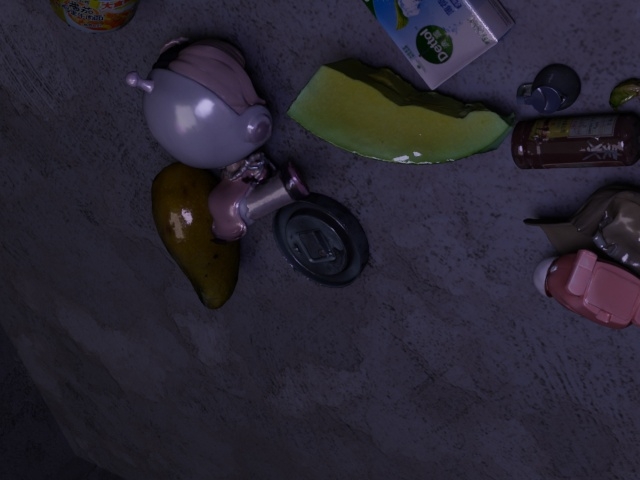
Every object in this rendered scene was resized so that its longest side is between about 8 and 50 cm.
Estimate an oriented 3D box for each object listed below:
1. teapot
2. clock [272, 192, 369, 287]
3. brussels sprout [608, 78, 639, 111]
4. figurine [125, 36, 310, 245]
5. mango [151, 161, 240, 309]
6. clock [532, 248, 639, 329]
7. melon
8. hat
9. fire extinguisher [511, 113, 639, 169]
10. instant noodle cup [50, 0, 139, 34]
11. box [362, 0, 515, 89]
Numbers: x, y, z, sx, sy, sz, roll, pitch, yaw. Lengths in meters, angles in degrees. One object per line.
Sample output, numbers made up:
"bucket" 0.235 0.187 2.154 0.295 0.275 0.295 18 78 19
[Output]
"teapot" 0.320 -0.211 1.087 0.088 0.057 0.066 6 126 36
"clock" 0.000 0.000 1.549 0.215 0.042 0.214 22 136 23
"brussels sprout" 0.429 -0.194 1.020 0.083 0.046 0.050 13 112 34
"figurine" -0.182 -0.193 1.402 0.253 0.211 0.361 1 125 40
"mango" -0.254 -0.015 1.646 0.176 0.176 0.329 12 136 51
"clock" 0.421 0.083 1.182 0.166 0.092 0.162 24 174 -2
"melon" 0.130 -0.184 1.180 0.324 0.196 0.124 24 125 18
"hat" 0.415 -0.034 1.165 0.166 0.144 0.173 32 -169 -32
"fire extinguisher" 0.405 -0.127 1.078 0.252 0.075 0.106 2 126 37
"instant noodle cup" -0.400 -0.480 1.367 0.205 0.205 0.153 41 150 3
"box" 0.161 -0.338 1.098 0.194 0.073 0.139 50 140 -7
